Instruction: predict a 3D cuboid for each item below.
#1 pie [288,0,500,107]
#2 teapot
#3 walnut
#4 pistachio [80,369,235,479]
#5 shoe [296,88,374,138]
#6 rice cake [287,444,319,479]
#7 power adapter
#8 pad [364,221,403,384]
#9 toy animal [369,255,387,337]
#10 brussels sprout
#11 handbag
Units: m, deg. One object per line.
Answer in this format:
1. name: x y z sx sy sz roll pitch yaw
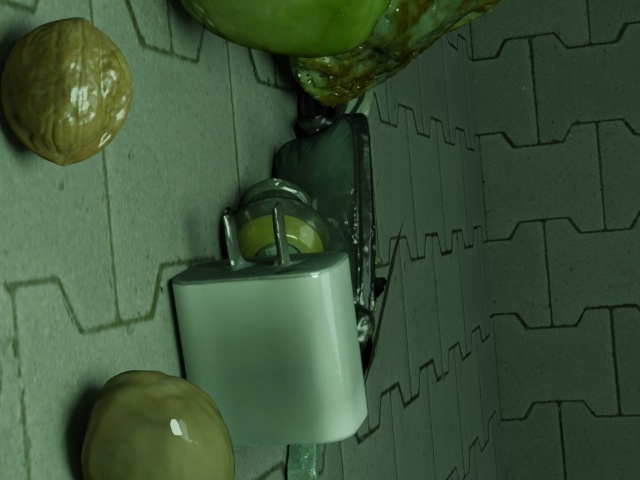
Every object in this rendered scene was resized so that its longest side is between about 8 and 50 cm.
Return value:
1. pie: 0.118 -0.369 1.525 0.180 0.418 0.395 62 6 25
2. teapot: -0.053 0.008 1.375 0.119 0.130 0.165 -96 -178 -55
3. walnut: -0.209 -0.123 0.919 0.105 0.105 0.124 13 78 -73
4. pistachio: -0.145 0.202 1.021 0.226 0.136 0.136 78 17 -48
5. shoe: 0.015 -0.212 1.707 0.112 0.099 0.227 56 34 -46
6. rice cake: -0.016 0.229 1.560 0.042 0.045 0.245 63 27 -58
7. power adapter: -0.057 0.086 1.214 0.124 0.187 0.255 -35 119 -72
8. pad: 0.110 0.113 1.908 0.159 0.009 0.265 -61 163 -67
9. toy animal: 0.072 0.112 1.849 0.136 0.073 0.181 79 11 -56
10. brussels sprout: -0.039 -0.346 1.201 0.247 0.328 0.328 -22 108 -50
11. handbag: 0.000 0.003 1.461 0.075 0.192 0.332 14 69 -36
